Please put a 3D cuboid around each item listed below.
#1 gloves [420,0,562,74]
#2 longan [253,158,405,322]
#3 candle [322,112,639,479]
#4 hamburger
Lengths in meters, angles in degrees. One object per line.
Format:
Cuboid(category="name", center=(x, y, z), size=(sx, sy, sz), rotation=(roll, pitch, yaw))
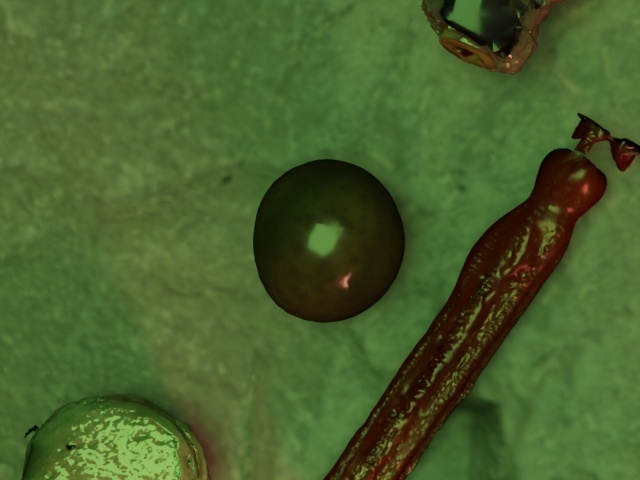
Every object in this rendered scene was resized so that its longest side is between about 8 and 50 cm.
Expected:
Cuboid(category="gloves", center=(0.124, -0.175, 1.046), size=(0.144, 0.094, 0.110), rotation=(-40, 83, -5))
Cuboid(category="longan", center=(0.000, 0.000, 1.080), size=(0.119, 0.106, 0.106), rotation=(12, 92, 55))
Cuboid(category="candle", center=(0.090, 0.062, 1.074), size=(0.329, 0.048, 0.051), rotation=(-55, 31, 8))
Cuboid(category="hamburger", center=(-0.141, 0.171, 1.130), size=(0.133, 0.062, 0.140), rotation=(27, 94, 14))
